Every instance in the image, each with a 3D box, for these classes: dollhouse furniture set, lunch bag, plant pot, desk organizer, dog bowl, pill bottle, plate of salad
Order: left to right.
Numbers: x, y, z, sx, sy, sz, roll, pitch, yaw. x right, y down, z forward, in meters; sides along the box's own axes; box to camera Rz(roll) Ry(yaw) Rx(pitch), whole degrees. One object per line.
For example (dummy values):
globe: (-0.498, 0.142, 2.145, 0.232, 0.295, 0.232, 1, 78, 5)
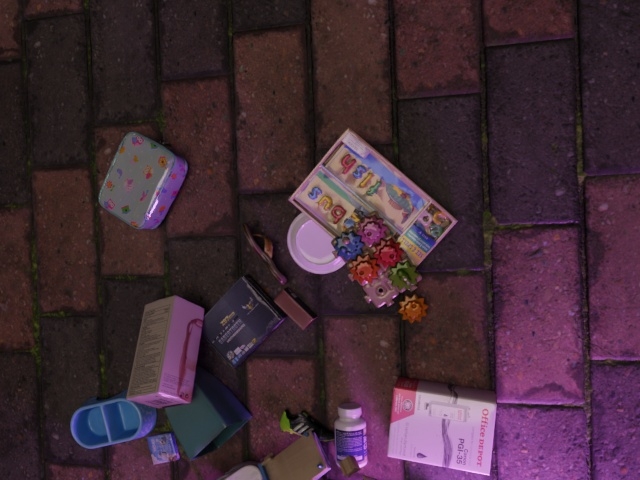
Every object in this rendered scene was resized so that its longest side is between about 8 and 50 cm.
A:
dog bowl: (-0.681, 0.587, 2.008, 0.297, 0.074, 0.166, -16, 88, 15)
lunch bag: (-0.559, -0.192, 1.936, 0.224, 0.108, 0.279, 30, 97, 17)
plant pot: (-0.367, 0.511, 1.886, 0.166, 0.165, 0.234, -45, 71, 11)
desk organizer: (-0.075, 0.205, 1.857, 0.130, 0.047, 0.050, 44, 103, 9)
plate of salad: (0.000, 0.000, 1.832, 0.199, 0.048, 0.200, 2, 102, 9)
dollhouse furniture set: (0.020, 0.685, 1.769, 0.286, 0.198, 0.303, -40, 47, 7)
pill bottle: (0.088, 0.568, 1.802, 0.094, 0.094, 0.170, -2, 92, 14)

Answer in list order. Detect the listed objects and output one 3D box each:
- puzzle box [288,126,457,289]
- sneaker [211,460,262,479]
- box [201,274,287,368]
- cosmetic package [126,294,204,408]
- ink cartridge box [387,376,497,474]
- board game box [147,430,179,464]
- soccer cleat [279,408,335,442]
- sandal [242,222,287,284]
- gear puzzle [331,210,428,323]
puzzle box: (0.145, -0.088, 1.747, 0.409, 0.052, 0.272, 39, 101, -3)
sneaker: (-0.299, 0.760, 1.861, 0.292, 0.169, 0.108, -23, 78, -2)
box: (-0.244, 0.248, 1.894, 0.233, 0.059, 0.183, -45, 80, 12)
cosmetic package: (-0.456, 0.332, 1.832, 0.153, 0.129, 0.296, -18, 55, 35)
ink cartridge box: (0.341, 0.512, 1.724, 0.282, 0.117, 0.208, 6, 93, 14)
board game box: (-0.509, 0.671, 1.994, 0.090, 0.020, 0.090, -16, 88, 15)
soccer cleat: (-0.038, 0.557, 1.853, 0.178, 0.060, 0.073, 10, 93, 17)
sandal: (-0.160, 0.034, 1.856, 0.060, 0.090, 0.219, -36, 81, -4)
gear puzzle: (0.180, 0.099, 1.727, 0.175, 0.044, 0.339, -35, 95, 10)
